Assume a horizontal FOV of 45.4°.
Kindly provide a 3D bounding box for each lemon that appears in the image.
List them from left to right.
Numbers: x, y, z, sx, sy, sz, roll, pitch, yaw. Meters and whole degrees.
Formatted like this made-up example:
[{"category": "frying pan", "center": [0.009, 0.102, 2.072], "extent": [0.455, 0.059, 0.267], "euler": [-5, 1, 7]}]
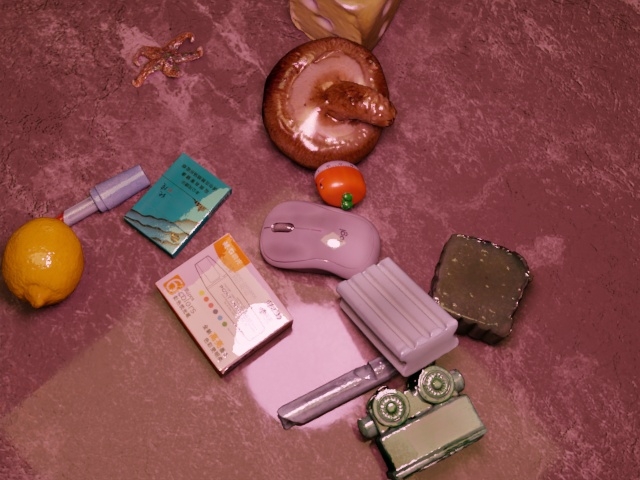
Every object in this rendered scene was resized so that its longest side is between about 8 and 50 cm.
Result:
[{"category": "lemon", "center": [-0.642, 0.048, 1.773], "extent": [0.187, 0.187, 0.244], "euler": [0, 57, -2]}]

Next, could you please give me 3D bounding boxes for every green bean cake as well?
[{"category": "green bean cake", "center": [0.377, 0.112, 1.826], "extent": [0.223, 0.125, 0.227], "euler": [20, 70, 7]}]

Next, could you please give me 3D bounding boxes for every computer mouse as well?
[{"category": "computer mouse", "center": [0.000, 0.000, 1.850], "extent": [0.297, 0.121, 0.184], "euler": [17, 74, 2]}]

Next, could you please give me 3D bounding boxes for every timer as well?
[{"category": "timer", "center": [0.051, -0.125, 1.851], "extent": [0.136, 0.099, 0.136], "euler": [11, 55, -16]}]

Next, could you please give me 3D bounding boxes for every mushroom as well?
[{"category": "mushroom", "center": [0.014, -0.339, 1.925], "extent": [0.345, 0.239, 0.345], "euler": [4, 51, -5]}]

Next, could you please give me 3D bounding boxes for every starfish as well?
[{"category": "starfish", "center": [-0.415, -0.476, 2.036], "extent": [0.210, 0.053, 0.150], "euler": [-42, 65, -10]}]

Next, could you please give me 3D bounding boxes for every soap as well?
[{"category": "soap", "center": [0.173, 0.169, 1.749], "extent": [0.160, 0.087, 0.265], "euler": [-29, 45, -17]}]

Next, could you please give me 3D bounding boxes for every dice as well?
[{"category": "dice", "center": [0.070, -0.642, 2.004], "extent": [0.238, 0.233, 0.226], "euler": [31, 72, 7]}]

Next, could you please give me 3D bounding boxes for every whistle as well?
[{"category": "whistle", "center": [0.047, 0.345, 1.767], "extent": [0.312, 0.062, 0.062], "euler": [-26, 75, -10]}]

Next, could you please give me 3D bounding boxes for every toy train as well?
[{"category": "toy train", "center": [0.222, 0.398, 1.714], "extent": [0.266, 0.145, 0.201], "euler": [-25, 77, -9]}]

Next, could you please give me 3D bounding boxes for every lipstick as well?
[{"category": "lipstick", "center": [-0.553, -0.096, 1.889], "extent": [0.274, 0.061, 0.068], "euler": [-31, 78, -6]}]

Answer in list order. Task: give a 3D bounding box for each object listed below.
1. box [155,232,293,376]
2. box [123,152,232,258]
[{"category": "box", "center": [-0.227, 0.150, 1.804], "extent": [0.221, 0.091, 0.274], "euler": [-38, 78, -14]}, {"category": "box", "center": [-0.353, -0.088, 1.903], "extent": [0.161, 0.042, 0.226], "euler": [37, 73, 11]}]
